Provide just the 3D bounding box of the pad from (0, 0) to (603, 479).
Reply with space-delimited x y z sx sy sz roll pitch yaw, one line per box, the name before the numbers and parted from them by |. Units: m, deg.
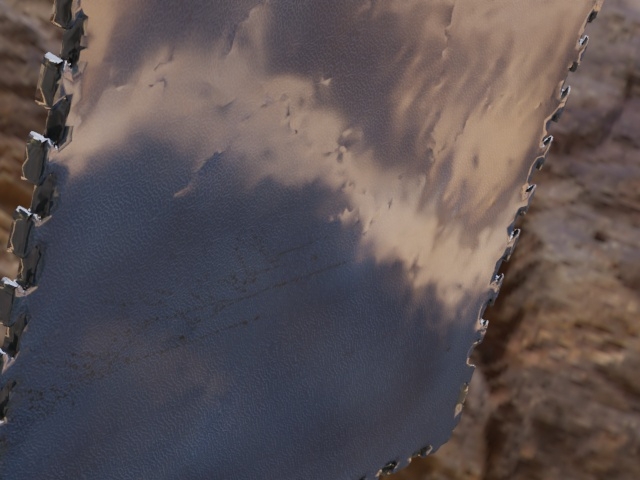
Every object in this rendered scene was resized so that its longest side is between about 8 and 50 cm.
pad | 0.000 0.000 0.494 0.012 0.270 0.269 33 -60 29
